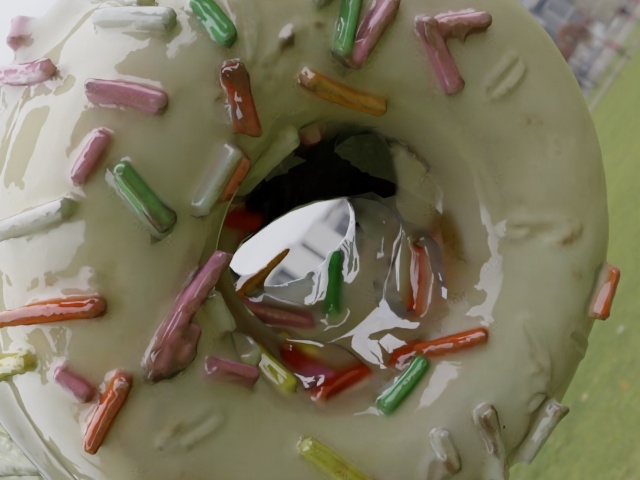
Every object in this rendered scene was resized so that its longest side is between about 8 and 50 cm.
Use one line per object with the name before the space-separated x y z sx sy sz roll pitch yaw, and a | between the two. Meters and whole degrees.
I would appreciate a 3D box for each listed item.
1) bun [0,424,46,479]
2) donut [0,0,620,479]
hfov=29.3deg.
bun | -0.275 0.206 1.346 0.259 0.259 0.160 -58 -4 19
donut | 0.000 0.000 0.659 0.382 0.383 0.142 -56 27 -8
